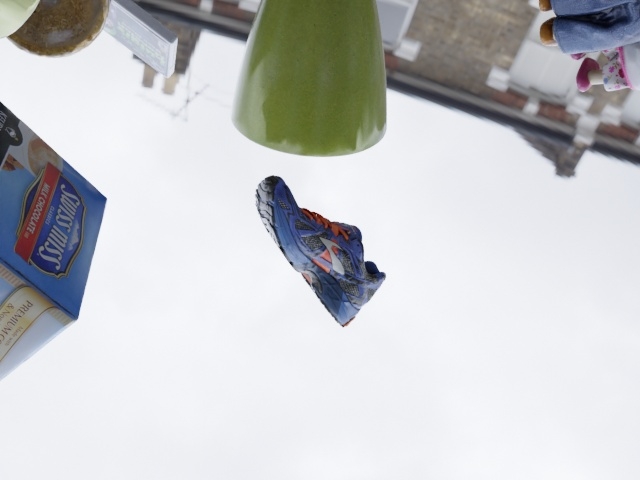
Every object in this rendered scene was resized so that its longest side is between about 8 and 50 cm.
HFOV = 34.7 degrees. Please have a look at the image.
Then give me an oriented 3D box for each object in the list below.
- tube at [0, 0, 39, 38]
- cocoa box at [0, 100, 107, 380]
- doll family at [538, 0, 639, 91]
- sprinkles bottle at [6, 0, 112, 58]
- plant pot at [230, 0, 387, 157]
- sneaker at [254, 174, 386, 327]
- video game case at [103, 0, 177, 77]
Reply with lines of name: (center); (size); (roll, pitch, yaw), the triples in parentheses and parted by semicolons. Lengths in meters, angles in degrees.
tube: (-0.222, -0.156, 0.414); (0.240, 0.070, 0.062); (21, -131, -48)
cocoa box: (-0.413, 0.041, 0.990); (0.228, 0.347, 0.231); (45, -160, -25)
doll family: (0.242, -0.211, 0.797); (0.163, 0.263, 0.118); (3, -152, 45)
sprinkles bottle: (-0.301, -0.291, 1.182); (0.121, 0.121, 0.355); (7, -165, -12)
plant pot: (-0.007, -0.333, 1.706); (0.274, 0.294, 0.275); (5, -148, -3)
sneaker: (0.000, 0.000, 1.156); (0.087, 0.221, 0.083); (-38, -140, -1)
video game case: (-0.315, -0.351, 1.656); (0.190, 0.173, 0.022); (37, -103, -3)
